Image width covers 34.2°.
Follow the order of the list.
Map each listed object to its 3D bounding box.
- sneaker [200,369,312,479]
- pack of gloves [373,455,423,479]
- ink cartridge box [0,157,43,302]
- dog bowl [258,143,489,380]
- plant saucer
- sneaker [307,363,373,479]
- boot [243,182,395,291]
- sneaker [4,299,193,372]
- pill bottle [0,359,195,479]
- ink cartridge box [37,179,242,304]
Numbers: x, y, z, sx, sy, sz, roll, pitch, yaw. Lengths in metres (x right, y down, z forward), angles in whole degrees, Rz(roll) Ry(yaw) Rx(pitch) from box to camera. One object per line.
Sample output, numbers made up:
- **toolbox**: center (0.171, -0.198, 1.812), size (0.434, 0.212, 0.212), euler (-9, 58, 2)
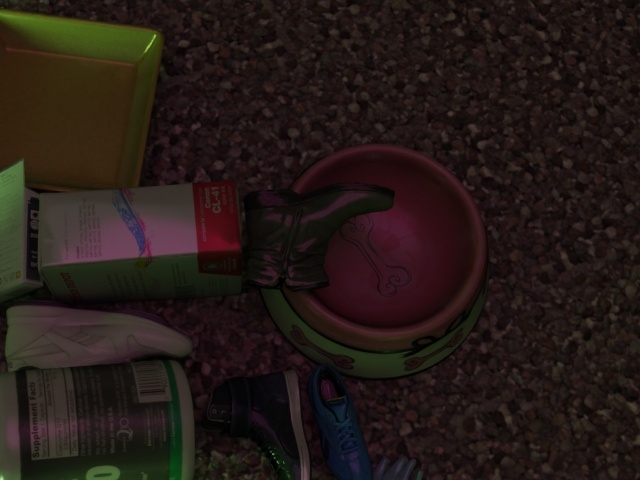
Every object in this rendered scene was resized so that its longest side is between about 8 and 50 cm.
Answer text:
- **sneaker**: center (-0.103, 0.317, 1.632), size (0.163, 0.086, 0.226), euler (-2, 60, -17)
- **pack of gloves**: center (0.129, 0.469, 1.640), size (0.195, 0.046, 0.232), euler (31, 67, 19)
- **ink cartridge box**: center (-0.519, -0.003, 1.676), size (0.045, 0.206, 0.208), euler (14, 64, -46)
- **dog bowl**: center (0.096, 0.019, 1.732), size (0.408, 0.150, 0.408), euler (1, 70, -4)
- **plant saucer**: center (-0.456, -0.227, 1.812), size (0.333, 0.081, 0.333), euler (7, 70, -2)
- **sneaker**: center (0.030, 0.298, 1.660), size (0.069, 0.082, 0.209), euler (-16, 72, -11)
- **boot**: center (0.000, 0.000, 1.621), size (0.246, 0.083, 0.161), euler (-6, 79, -3)
- **sneaker**: center (-0.356, 0.181, 1.670), size (0.305, 0.114, 0.152), euler (4, 79, 4)
- **pill bottle**: center (-0.379, 0.289, 1.534), size (0.361, 0.204, 0.204), euler (-2, 70, -17)
- **ink cartridge box**: center (-0.280, 0.009, 1.663), size (0.306, 0.226, 0.131), euler (-2, 71, -7)
